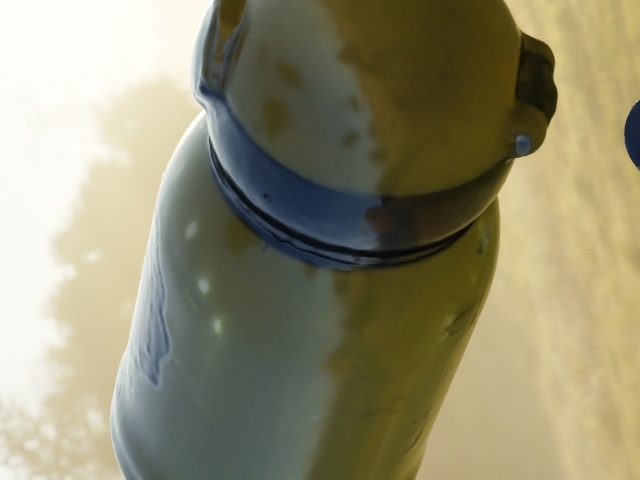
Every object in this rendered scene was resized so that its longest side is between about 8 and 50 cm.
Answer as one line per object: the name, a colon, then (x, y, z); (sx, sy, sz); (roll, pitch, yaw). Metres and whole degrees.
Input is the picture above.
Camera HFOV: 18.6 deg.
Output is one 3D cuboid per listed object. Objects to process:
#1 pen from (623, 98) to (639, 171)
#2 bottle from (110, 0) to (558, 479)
pen: (0.205, -0.026, 0.640); (0.033, 0.269, 0.033); (-3, 86, 54)
bottle: (0.000, 0.000, 0.939); (0.351, 0.171, 0.171); (106, 157, -49)
